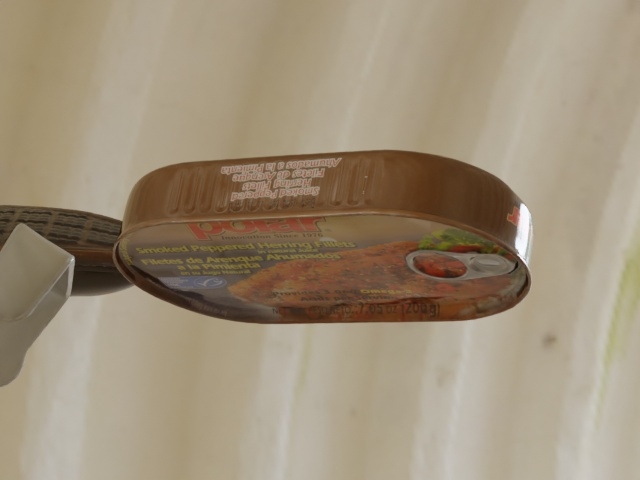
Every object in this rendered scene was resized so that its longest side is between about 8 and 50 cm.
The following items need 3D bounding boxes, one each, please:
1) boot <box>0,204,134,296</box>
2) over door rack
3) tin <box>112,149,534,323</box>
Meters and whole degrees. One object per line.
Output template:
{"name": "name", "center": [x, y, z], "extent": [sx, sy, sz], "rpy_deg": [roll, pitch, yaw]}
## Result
{"name": "boot", "center": [-0.187, 0.042, 0.830], "extent": [0.219, 0.106, 0.082], "rpy_deg": [-1, 16, -2]}
{"name": "over door rack", "center": [-0.259, 0.078, 0.552], "extent": [0.239, 0.324, 0.108], "rpy_deg": [33, -5, -1]}
{"name": "tin", "center": [0.000, 0.000, 0.732], "extent": [0.189, 0.040, 0.106], "rpy_deg": [-2, -23, 24]}
